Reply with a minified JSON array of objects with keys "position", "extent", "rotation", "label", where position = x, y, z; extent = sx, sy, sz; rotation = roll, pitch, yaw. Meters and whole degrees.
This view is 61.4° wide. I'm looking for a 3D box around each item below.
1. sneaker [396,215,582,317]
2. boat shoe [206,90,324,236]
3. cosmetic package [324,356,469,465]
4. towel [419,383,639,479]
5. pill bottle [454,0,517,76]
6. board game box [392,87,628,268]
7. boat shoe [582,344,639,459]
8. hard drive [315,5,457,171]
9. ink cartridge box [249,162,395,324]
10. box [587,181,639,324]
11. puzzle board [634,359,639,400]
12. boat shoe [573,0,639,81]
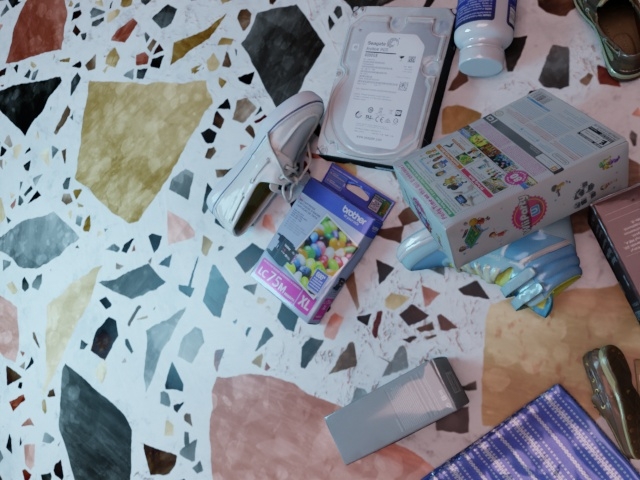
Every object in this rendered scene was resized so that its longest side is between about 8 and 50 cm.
[{"position":[0.302,0.052,0.961],"extent":[0.319,0.127,0.208],"rotation":[-19,73,23],"label":"sneaker"},{"position":[-0.096,-0.146,1.179],"extent":[0.367,0.136,0.156],"rotation":[-46,66,16],"label":"boat shoe"},{"position":[0.141,0.313,0.996],"extent":[0.238,0.127,0.107],"rotation":[-30,71,17],"label":"cosmetic package"},{"position":[0.357,0.438,0.921],"extent":[0.336,0.040,0.243],"rotation":[-43,67,14],"label":"towel"},{"position":[0.316,-0.421,1.036],"extent":[0.112,0.112,0.187],"rotation":[5,83,26],"label":"pill bottle"},{"position":[0.306,-0.113,0.906],"extent":[0.303,0.097,0.224],"rotation":[-25,38,1],"label":"board game box"},{"position":[0.482,0.264,0.881],"extent":[0.060,0.064,0.178],"rotation":[-36,60,54],"label":"boat shoe"},{"position":[0.140,-0.320,1.133],"extent":[0.236,0.064,0.339],"rotation":[15,88,27],"label":"hard drive"},{"position":[0.000,0.000,1.152],"extent":[0.185,0.065,0.311],"rotation":[36,96,25],"label":"ink cartridge box"},{"position":[0.539,0.012,0.828],"extent":[0.167,0.168,0.203],"rotation":[-25,72,20],"label":"box"},{"position":[0.580,0.240,0.860],"extent":[0.128,0.011,0.096],"rotation":[-6,81,25],"label":"puzzle board"},{"position":[0.517,-0.413,0.947],"extent":[0.095,0.095,0.257],"rotation":[-23,73,21],"label":"boat shoe"}]
